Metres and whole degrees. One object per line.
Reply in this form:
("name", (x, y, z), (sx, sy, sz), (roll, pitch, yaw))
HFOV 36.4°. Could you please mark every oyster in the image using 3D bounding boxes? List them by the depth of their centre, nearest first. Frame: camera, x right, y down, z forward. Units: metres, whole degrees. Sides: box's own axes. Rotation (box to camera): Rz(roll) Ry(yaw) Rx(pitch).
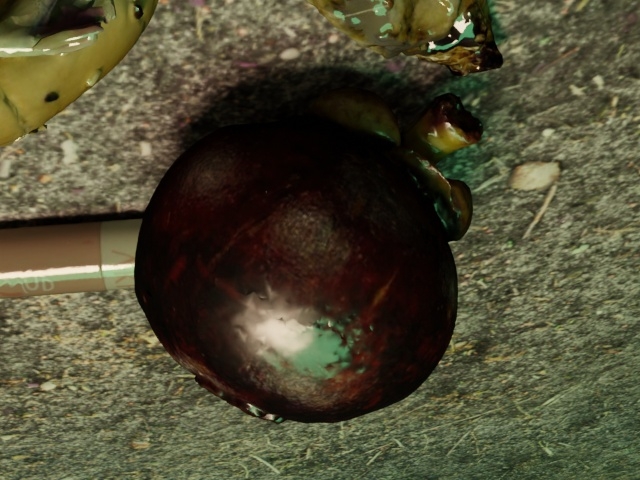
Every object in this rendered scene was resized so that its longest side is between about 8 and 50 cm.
("oyster", (0.043, -0.199, 0.678), (0.128, 0.079, 0.345), (-32, 141, 21))

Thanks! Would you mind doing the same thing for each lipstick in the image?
("lipstick", (-0.248, 0.018, 0.970), (0.254, 0.070, 0.070), (-5, 150, -7))

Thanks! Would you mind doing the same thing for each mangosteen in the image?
("mangosteen", (-0.015, 0.012, 0.843), (0.297, 0.293, 0.297), (7, 176, 1))

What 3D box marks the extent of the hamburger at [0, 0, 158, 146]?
("hamburger", (-0.236, -0.164, 0.470), (0.317, 0.277, 0.195), (-2, 142, 0))
